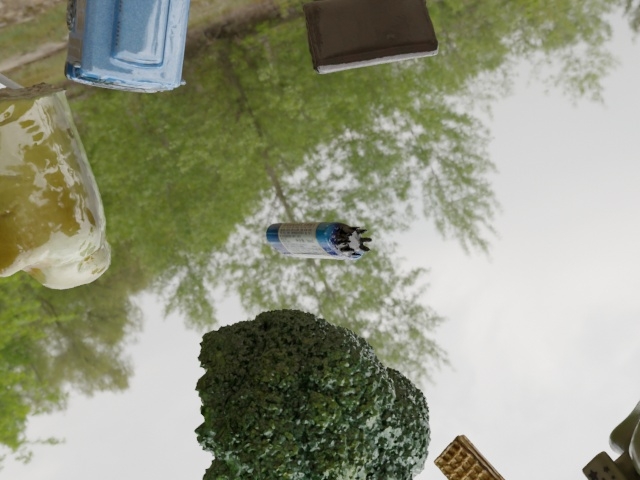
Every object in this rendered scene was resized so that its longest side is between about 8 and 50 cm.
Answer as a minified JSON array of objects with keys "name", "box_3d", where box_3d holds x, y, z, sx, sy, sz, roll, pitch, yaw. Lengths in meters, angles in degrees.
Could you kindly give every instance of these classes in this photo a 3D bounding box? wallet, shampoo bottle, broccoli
[{"name":"wallet","box_3d":[0.088,-0.384,1.180,0.229,0.049,0.182,-10,-122,0]},{"name":"shampoo bottle","box_3d":[0.000,0.000,1.003,0.183,0.087,0.050,1,-114,48]},{"name":"broccoli","box_3d":[-0.015,0.187,0.653,0.241,0.261,0.269,-51,-150,36]}]

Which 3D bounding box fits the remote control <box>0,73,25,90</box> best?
[{"name":"remote control","box_3d":[-0.693,-0.313,1.322,0.103,0.034,0.250,-22,153,21]}]

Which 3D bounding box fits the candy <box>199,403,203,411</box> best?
[{"name":"candy","box_3d":[-0.147,0.356,1.301,0.178,0.032,0.102,-7,-147,-20]}]

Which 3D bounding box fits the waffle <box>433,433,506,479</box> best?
[{"name":"waffle","box_3d":[0.335,0.519,1.450,0.042,0.102,0.148,-6,-136,-50]}]

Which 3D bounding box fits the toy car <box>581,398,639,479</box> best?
[{"name":"toy car","box_3d":[0.652,0.365,1.170,0.226,0.336,0.242,-14,-135,-17]}]

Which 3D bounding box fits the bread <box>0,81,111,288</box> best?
[{"name":"bread","box_3d":[-0.471,-0.075,1.038,0.210,0.341,0.300,-21,-153,-20]}]

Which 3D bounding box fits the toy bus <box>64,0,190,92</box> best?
[{"name":"toy bus","box_3d":[-0.197,-0.273,0.678,0.116,0.234,0.133,2,-164,-31]}]
